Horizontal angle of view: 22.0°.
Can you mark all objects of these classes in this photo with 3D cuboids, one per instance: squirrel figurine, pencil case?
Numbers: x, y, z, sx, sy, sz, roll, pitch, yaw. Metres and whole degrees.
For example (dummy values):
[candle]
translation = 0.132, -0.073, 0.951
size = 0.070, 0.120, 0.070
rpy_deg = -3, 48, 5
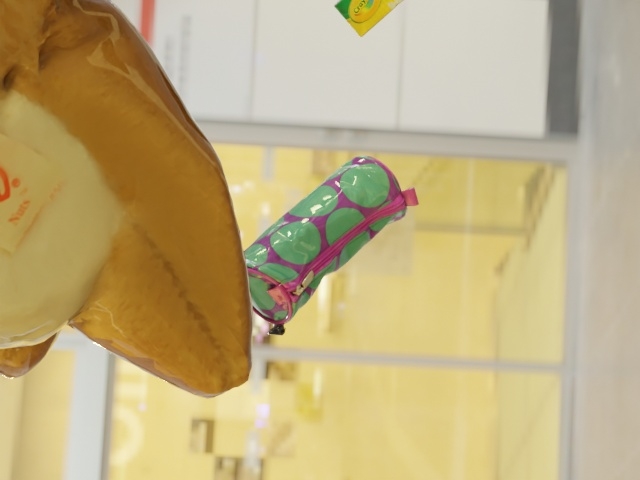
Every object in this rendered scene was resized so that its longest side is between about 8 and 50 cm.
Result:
[squirrel figurine]
translation = -0.243, -0.101, 1.021
size = 0.370, 0.281, 0.397
rpy_deg = -150, 53, -64
[pencil case]
translation = 0.000, 0.000, 1.234
size = 0.152, 0.070, 0.064
rpy_deg = -42, -53, -30

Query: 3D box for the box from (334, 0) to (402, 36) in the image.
[box]
translation = 0.097, -0.259, 1.447
size = 0.043, 0.179, 0.105
rpy_deg = 50, -157, -8
